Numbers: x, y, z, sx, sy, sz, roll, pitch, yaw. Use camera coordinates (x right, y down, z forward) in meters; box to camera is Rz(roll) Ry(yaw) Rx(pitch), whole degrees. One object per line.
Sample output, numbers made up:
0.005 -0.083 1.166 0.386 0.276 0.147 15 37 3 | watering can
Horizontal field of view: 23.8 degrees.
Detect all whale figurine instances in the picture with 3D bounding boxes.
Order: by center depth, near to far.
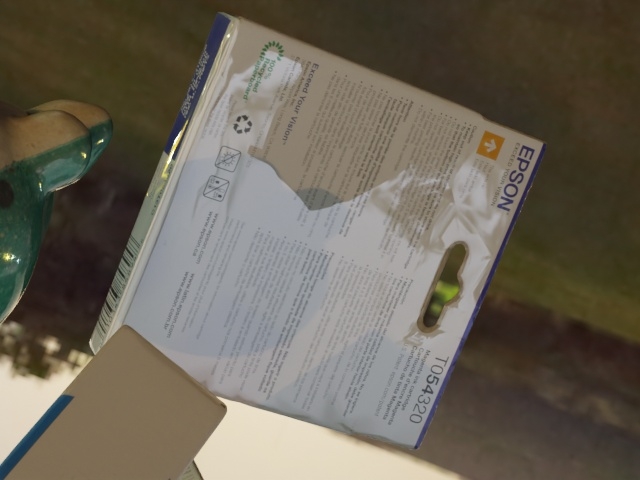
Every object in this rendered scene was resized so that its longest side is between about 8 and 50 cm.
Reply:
-0.219 -0.012 0.920 0.216 0.141 0.272 -17 -173 24 | whale figurine

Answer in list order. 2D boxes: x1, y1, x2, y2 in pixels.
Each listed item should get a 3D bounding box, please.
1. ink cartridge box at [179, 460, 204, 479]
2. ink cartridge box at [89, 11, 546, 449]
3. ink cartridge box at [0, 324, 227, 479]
-0.213 0.285 1.829 0.175 0.127 0.072 53 168 51 | ink cartridge box
0.000 0.000 1.379 0.330 0.324 0.071 19 -172 -25 | ink cartridge box
-0.163 0.166 0.907 0.086 0.148 0.203 40 132 -4 | ink cartridge box
